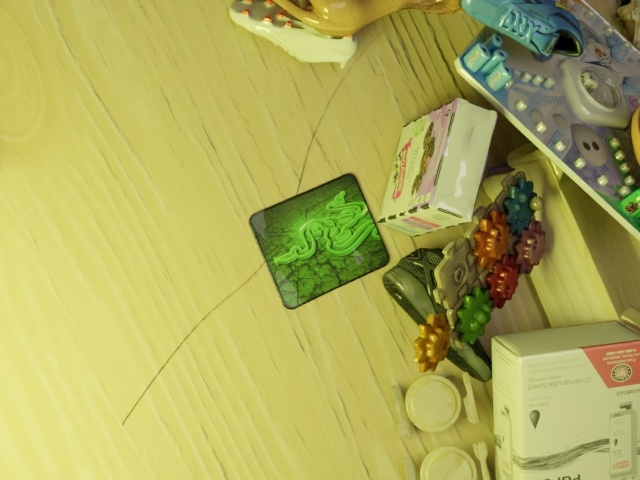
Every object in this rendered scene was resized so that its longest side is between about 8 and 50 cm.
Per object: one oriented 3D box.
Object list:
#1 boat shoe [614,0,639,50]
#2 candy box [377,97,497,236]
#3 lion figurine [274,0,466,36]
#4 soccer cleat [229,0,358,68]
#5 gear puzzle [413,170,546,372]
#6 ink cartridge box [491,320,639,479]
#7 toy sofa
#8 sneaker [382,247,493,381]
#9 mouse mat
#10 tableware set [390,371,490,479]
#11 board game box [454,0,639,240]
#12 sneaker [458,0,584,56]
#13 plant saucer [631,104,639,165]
[{"bbox_3d":[0.516,-0.382,2.012,0.045,0.050,0.135,9,70,-18],"label":"boat shoe"},{"bbox_3d":[0.167,-0.102,1.751,0.070,0.196,0.164,19,77,-17],"label":"candy box"},{"bbox_3d":[0.078,-0.373,1.734,0.392,0.142,0.240,-29,66,-13],"label":"lion figurine"},{"bbox_3d":[-0.042,-0.300,1.764,0.196,0.076,0.068,14,44,-6],"label":"soccer cleat"},{"bbox_3d":[0.231,0.056,1.713,0.339,0.044,0.175,-47,134,-31],"label":"gear puzzle"},{"bbox_3d":[0.372,0.276,1.777,0.207,0.117,0.283,-6,103,-11],"label":"ink cartridge box"},{"bbox_3d":[0.420,0.002,1.888,0.150,0.177,0.362,-28,94,-46],"label":"toy sofa"},{"bbox_3d":[0.209,0.101,1.804,0.130,0.087,0.227,-41,94,-15],"label":"sneaker"},{"bbox_3d":[0.000,0.000,1.775,0.190,0.007,0.152,-25,93,-24],"label":"mouse mat"},{"bbox_3d":[0.177,0.298,1.796,0.128,0.039,0.194,-9,81,-11],"label":"tableware set"},{"bbox_3d":[0.428,-0.232,1.835,0.390,0.050,0.390,42,44,-2],"label":"board game box"},{"bbox_3d":[0.292,-0.311,1.703,0.209,0.069,0.082,13,42,-31],"label":"sneaker"},{"bbox_3d":[0.530,-0.120,1.765,0.200,0.037,0.200,19,50,-25],"label":"plant saucer"}]
